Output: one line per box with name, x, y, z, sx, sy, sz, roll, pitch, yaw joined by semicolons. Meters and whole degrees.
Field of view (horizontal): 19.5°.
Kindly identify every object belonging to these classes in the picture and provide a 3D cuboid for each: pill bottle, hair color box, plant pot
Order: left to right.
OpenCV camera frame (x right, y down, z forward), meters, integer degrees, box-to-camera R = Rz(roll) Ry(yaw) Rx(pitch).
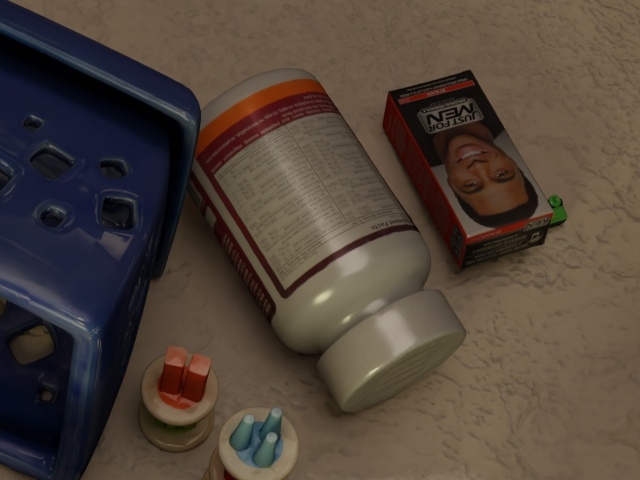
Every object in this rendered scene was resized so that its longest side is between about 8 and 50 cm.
plant pot;-0.208;-0.014;1.199;0.236;0.236;0.212;24;56;3
pill bottle;0.000;0.000;1.281;0.121;0.121;0.221;-26;72;-20
hair color box;0.105;-0.053;1.354;0.072;0.043;0.141;-17;58;-17

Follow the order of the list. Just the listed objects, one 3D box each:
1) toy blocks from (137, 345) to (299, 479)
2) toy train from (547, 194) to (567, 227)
toy blocks;-0.066;0.115;1.201;0.054;0.148;0.123;-35;76;-23
toy train;0.143;-0.012;1.370;0.083;0.017;0.023;-17;80;-16
